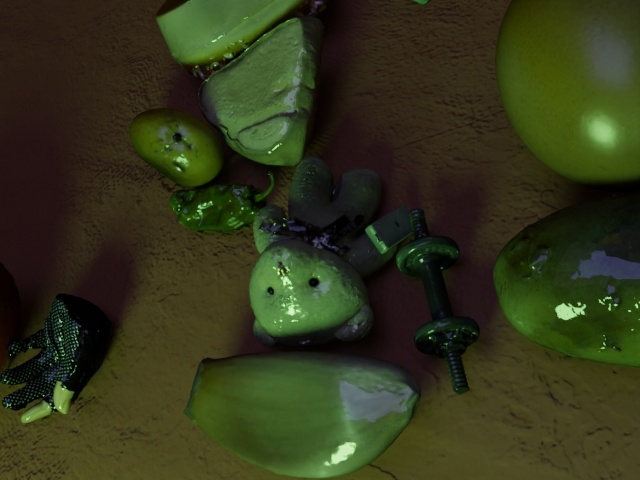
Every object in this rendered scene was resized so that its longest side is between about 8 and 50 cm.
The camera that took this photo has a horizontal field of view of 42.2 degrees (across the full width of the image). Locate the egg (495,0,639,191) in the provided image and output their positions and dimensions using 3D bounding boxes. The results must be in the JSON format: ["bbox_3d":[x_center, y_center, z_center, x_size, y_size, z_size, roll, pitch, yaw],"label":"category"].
[{"bbox_3d":[0.334,-0.197,0.963,0.250,0.250,0.322,-18,49,15],"label":"egg"}]

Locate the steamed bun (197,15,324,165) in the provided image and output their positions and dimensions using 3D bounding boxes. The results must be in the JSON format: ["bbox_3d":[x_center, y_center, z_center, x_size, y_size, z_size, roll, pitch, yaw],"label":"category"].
[{"bbox_3d":[-0.070,-0.196,1.249,0.231,0.110,0.212,-26,59,30],"label":"steamed bun"}]

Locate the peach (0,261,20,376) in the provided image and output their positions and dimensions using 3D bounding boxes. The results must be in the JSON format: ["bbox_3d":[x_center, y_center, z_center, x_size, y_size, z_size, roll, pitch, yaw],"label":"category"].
[{"bbox_3d":[-0.555,0.124,1.204,0.238,0.281,0.281,39,80,-6],"label":"peach"}]

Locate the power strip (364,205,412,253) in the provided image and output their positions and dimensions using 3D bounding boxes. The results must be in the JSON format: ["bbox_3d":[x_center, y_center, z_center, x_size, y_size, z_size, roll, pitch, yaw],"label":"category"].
[{"bbox_3d":[0.094,-0.015,1.083,0.040,0.090,0.016,55,134,4],"label":"power strip"}]

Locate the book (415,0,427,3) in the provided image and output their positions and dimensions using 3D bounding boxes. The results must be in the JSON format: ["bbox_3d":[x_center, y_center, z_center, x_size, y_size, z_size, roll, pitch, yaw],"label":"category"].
[{"bbox_3d":[0.145,-0.435,1.339,0.135,0.017,0.103,35,78,35],"label":"book"}]

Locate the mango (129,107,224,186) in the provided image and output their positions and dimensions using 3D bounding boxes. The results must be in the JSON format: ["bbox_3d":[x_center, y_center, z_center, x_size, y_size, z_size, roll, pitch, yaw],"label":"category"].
[{"bbox_3d":[-0.227,-0.145,1.281,0.195,0.137,0.098,16,74,55],"label":"mango"}]

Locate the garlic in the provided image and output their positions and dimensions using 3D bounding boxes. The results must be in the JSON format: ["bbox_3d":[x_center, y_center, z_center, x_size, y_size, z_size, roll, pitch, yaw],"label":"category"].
[{"bbox_3d":[-0.025,0.203,0.991,0.318,0.112,0.143,-1,84,23],"label":"garlic"}]

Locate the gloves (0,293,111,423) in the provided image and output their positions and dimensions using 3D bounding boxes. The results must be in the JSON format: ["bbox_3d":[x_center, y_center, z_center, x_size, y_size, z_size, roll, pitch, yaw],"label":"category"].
[{"bbox_3d":[-0.375,0.179,1.188,0.129,0.106,0.180,30,96,15],"label":"gloves"}]

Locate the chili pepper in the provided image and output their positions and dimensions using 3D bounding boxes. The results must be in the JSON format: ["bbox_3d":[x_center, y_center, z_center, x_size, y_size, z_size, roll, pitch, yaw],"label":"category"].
[{"bbox_3d":[-0.130,-0.050,1.214,0.204,0.073,0.072,-3,79,37],"label":"chili pepper"}]

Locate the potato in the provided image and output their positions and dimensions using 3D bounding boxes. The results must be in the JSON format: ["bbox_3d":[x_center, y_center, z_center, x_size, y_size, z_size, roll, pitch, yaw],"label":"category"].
[{"bbox_3d":[0.337,0.038,0.879,0.308,0.173,0.210,-2,63,21],"label":"potato"}]

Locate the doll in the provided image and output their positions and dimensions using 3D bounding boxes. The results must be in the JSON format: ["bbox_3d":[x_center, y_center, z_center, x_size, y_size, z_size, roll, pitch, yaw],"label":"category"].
[{"bbox_3d":[-0.005,-0.001,1.086,0.175,0.149,0.278,-9,52,29],"label":"doll"}]

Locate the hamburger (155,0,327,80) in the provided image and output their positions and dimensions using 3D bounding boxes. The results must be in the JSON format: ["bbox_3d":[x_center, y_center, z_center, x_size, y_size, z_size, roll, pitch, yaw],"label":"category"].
[{"bbox_3d":[-0.123,-0.387,1.356,0.295,0.151,0.227,-33,30,9],"label":"hamburger"}]

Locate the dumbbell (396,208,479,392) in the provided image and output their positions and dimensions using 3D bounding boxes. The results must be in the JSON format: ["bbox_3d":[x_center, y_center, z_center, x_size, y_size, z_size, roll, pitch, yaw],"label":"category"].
[{"bbox_3d":[0.142,0.066,1.011,0.082,0.081,0.254,-20,56,14],"label":"dumbbell"}]
